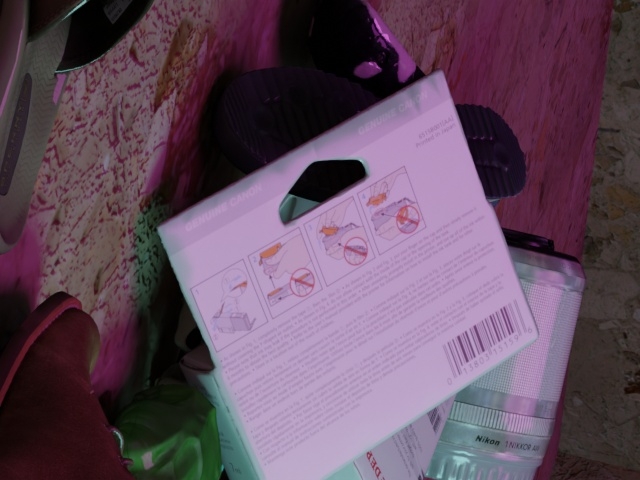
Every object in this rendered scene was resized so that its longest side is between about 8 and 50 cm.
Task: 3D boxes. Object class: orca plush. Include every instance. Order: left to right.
[{"bbox_3d":[0.022,-0.138,1.724,0.102,0.151,0.287,-41,180,2],"label":"orca plush"}]

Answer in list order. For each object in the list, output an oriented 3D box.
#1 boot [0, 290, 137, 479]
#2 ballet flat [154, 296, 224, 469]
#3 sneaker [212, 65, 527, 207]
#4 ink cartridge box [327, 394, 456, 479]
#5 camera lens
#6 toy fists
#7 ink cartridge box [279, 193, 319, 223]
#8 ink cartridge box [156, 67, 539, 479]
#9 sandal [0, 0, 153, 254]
[{"bbox_3d":[-0.151,0.126,1.100,0.305,0.115,0.112,-76,-171,-68],"label":"boot"},{"bbox_3d":[-0.091,0.095,1.506,0.074,0.074,0.203,18,91,-76],"label":"ballet flat"},{"bbox_3d":[0.019,-0.056,1.597,0.319,0.131,0.112,10,63,-41],"label":"sneaker"},{"bbox_3d":[0.044,0.169,1.936,0.160,0.093,0.219,65,36,-35],"label":"ink cartridge box"},{"bbox_3d":[0.161,0.119,2.169,0.219,0.219,0.274,15,88,-76],"label":"camera lens"},{"bbox_3d":[-0.130,0.243,1.412,0.142,0.096,0.279,-71,166,-66],"label":"toy fists"},{"bbox_3d":[0.000,0.000,1.761,0.150,0.063,0.109,52,52,-72],"label":"ink cartridge box"},{"bbox_3d":[0.015,0.033,1.493,0.275,0.060,0.239,-30,109,-26],"label":"ink cartridge box"},{"bbox_3d":[-0.132,-0.135,1.086,0.120,0.086,0.302,9,94,-76],"label":"sandal"}]
